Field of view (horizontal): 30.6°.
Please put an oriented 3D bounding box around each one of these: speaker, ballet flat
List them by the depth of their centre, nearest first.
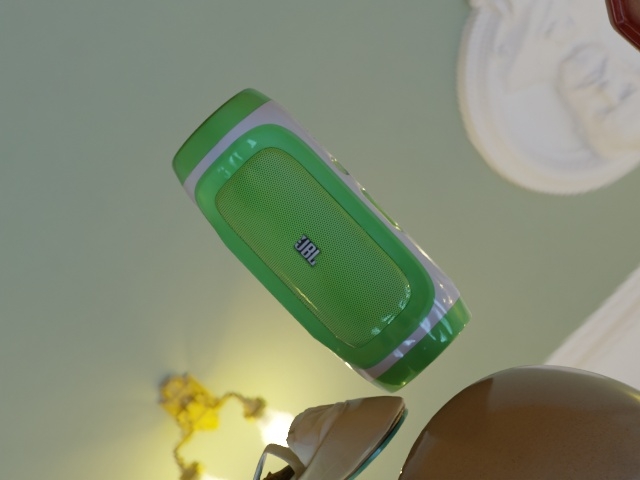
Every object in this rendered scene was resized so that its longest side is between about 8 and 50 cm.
[{"bbox_3d":[-0.010,0.204,1.079,0.248,0.086,0.086,-55,-166,41],"label":"ballet flat"},{"bbox_3d":[0.000,0.000,1.089,0.131,0.296,0.131,-44,179,-1],"label":"speaker"}]

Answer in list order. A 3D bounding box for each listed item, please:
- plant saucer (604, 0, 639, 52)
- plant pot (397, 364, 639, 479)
[{"bbox_3d":[0.243,-0.155,0.716,0.047,0.259,0.258,-35,-127,-2],"label":"plant saucer"},{"bbox_3d":[0.218,0.237,0.887,0.284,0.284,0.191,-51,-169,-17],"label":"plant pot"}]
